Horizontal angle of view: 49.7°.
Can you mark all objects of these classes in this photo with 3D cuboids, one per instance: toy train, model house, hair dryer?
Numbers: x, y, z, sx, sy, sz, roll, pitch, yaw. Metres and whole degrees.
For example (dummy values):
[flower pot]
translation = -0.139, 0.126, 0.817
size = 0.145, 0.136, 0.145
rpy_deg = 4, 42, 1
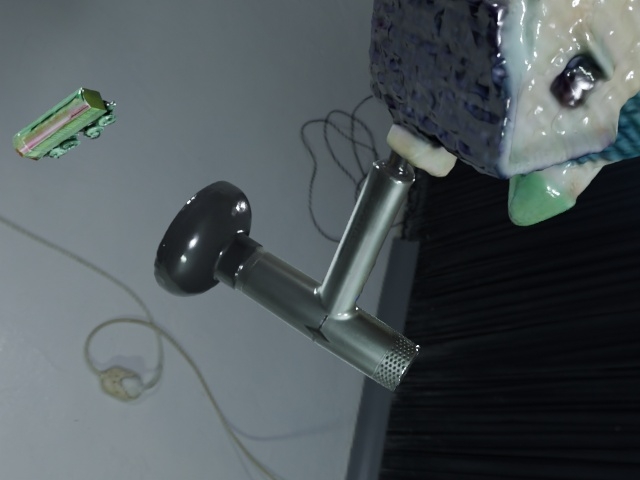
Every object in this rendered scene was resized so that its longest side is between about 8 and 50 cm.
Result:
[toy train]
translation = -0.337, -0.152, 0.923
size = 0.071, 0.147, 0.038
rpy_deg = 14, 53, -62
[model house]
translation = 0.198, -0.145, 0.561
size = 0.298, 0.284, 0.243
rpy_deg = 31, 16, -39
[hair dryer]
translation = -0.007, -0.012, 0.804
size = 0.155, 0.320, 0.284
rpy_deg = -22, 132, -67
